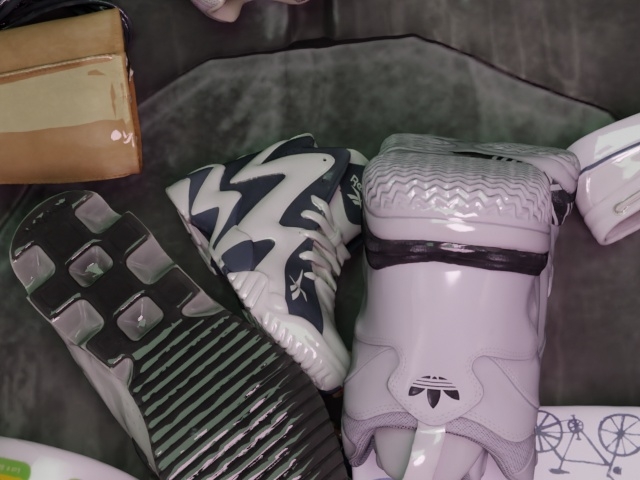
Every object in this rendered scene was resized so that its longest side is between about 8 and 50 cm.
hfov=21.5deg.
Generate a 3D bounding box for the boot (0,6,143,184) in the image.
[{"bbox_3d":[-0.284,-0.147,1.304,0.269,0.089,0.236,-8,87,0],"label":"boot"}]

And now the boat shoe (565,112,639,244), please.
[{"bbox_3d":[0.307,-0.069,1.225,0.258,0.095,0.084,-23,70,11],"label":"boat shoe"}]

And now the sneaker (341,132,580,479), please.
[{"bbox_3d":[0.089,0.042,1.110,0.137,0.366,0.210,8,98,9],"label":"sneaker"}]

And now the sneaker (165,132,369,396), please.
[{"bbox_3d":[0.000,0.000,1.221,0.153,0.094,0.235,-32,39,-7],"label":"sneaker"}]

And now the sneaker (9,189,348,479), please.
[{"bbox_3d":[-0.083,0.111,1.175,0.122,0.146,0.330,-35,62,-10],"label":"sneaker"}]

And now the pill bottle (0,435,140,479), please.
[{"bbox_3d":[-0.209,0.269,1.140,0.136,0.136,0.245,12,71,14],"label":"pill bottle"}]

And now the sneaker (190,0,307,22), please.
[{"bbox_3d":[-0.008,-0.248,1.345,0.252,0.103,0.111,-25,70,6],"label":"sneaker"}]

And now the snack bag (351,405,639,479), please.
[{"bbox_3d":[0.174,0.263,1.057,0.323,0.037,0.342,2,62,1],"label":"snack bag"}]

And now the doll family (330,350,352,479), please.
[{"bbox_3d":[0.054,0.143,1.186,0.111,0.076,0.193,21,78,12],"label":"doll family"}]

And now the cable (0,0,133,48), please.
[{"bbox_3d":[-0.237,-0.138,1.359,0.184,0.047,0.150,-21,67,0],"label":"cable"}]
